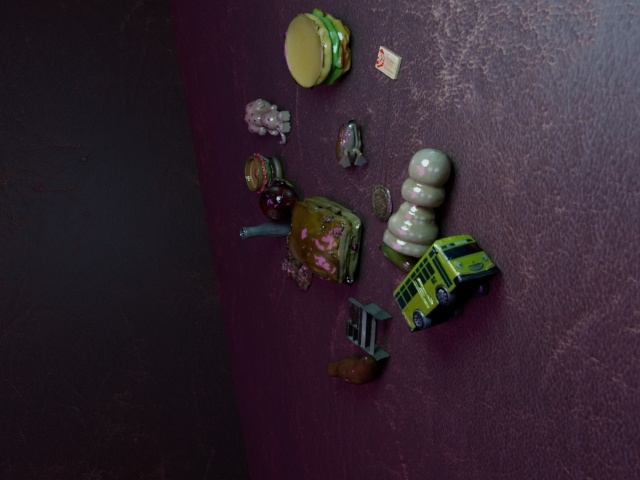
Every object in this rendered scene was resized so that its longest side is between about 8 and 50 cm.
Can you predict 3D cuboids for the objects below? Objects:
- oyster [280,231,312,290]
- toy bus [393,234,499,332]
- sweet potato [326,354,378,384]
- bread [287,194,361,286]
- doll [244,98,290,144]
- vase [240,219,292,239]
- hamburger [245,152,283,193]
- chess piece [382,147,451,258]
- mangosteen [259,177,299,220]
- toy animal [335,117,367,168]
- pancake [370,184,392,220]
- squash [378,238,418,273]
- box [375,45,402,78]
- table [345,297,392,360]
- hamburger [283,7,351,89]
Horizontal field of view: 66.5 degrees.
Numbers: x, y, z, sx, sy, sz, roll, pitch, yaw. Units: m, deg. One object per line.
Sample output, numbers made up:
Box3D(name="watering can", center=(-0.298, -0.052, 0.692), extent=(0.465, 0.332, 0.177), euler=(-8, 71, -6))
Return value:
Box3D(name="oyster", center=(-0.103, 0.096, 2.028), extent=(0.222, 0.083, 0.214), euler=(63, 152, 17))
Box3D(name="toy bus", center=(0.294, 0.103, 1.183), extent=(0.150, 0.128, 0.262), euler=(65, 151, 28))
Box3D(name="sweet potato", center=(0.122, 0.451, 1.689), extent=(0.106, 0.095, 0.354), euler=(34, 153, -8))
Box3D(name="bread", center=(0.000, 0.000, 1.684), extent=(0.324, 0.167, 0.277), euler=(42, 135, 52))
Box3D(name="doll", center=(-0.218, -0.497, 2.020), extent=(0.278, 0.119, 0.154), euler=(33, 130, 43))
Box3D(name="vase", center=(-0.230, -0.046, 2.071), extent=(0.086, 0.214, 0.086), euler=(31, 126, 56))
Box3D(name="hamburger", center=(-0.233, -0.285, 2.078), extent=(0.175, 0.137, 0.175), euler=(17, 110, 57))
Box3D(name="chess piece", center=(0.246, -0.101, 1.214), extent=(0.143, 0.143, 0.260), euler=(43, 132, 50))
Box3D(name="mangosteen", center=(-0.165, -0.171, 1.983), extent=(0.166, 0.166, 0.180), euler=(132, 148, -58))
Box3D(name="toy animal", center=(0.084, -0.311, 1.514), extent=(0.179, 0.089, 0.188), euler=(-107, 18, -48))
Box3D(name="pancake", center=(0.181, -0.113, 1.458), extent=(0.115, 0.011, 0.114), euler=(32, 127, 56))
Box3D(name="squash", center=(0.220, 0.043, 1.400), extent=(0.183, 0.052, 0.052), euler=(-135, 42, -54))
Box3D(name="box", center=(0.183, -0.481, 1.320), extent=(0.093, 0.015, 0.058), euler=(53, 142, 42))
Box3D(name="table", center=(0.156, 0.281, 1.591), extent=(0.175, 0.063, 0.146), euler=(32, 127, 55))
Box3D(name="hamburger", center=(0.002, -0.588, 1.497), extent=(0.237, 0.149, 0.237), euler=(36, 136, 45))
